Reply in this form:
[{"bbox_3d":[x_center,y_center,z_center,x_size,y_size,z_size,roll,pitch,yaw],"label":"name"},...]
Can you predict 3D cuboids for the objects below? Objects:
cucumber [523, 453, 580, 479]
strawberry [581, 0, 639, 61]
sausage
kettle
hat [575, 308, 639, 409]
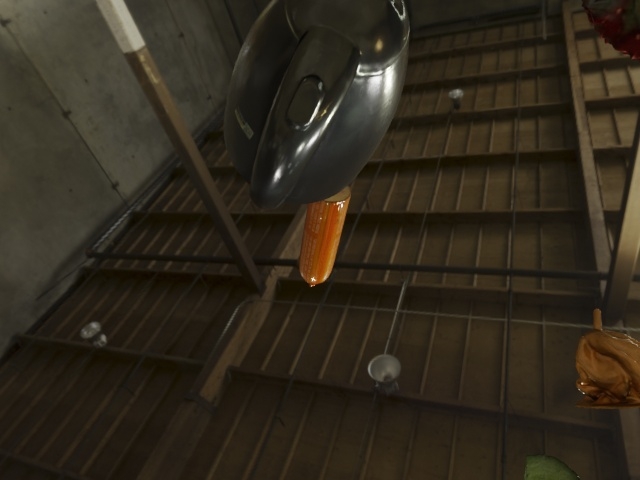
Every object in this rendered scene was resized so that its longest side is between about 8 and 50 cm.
[{"bbox_3d":[0.521,0.604,1.022,0.191,0.130,0.191,-14,-140,12],"label":"cucumber"},{"bbox_3d":[0.396,-0.299,0.436,0.257,0.261,0.261,-25,-143,-26],"label":"strawberry"},{"bbox_3d":[0.000,0.000,1.092,0.093,0.312,0.093,7,-138,-6],"label":"sausage"},{"bbox_3d":[-0.010,-0.153,0.508,0.207,0.290,0.268,25,-107,-9],"label":"kettle"},{"bbox_3d":[0.741,0.288,1.139,0.233,0.244,0.233,-22,-109,39],"label":"hat"}]
